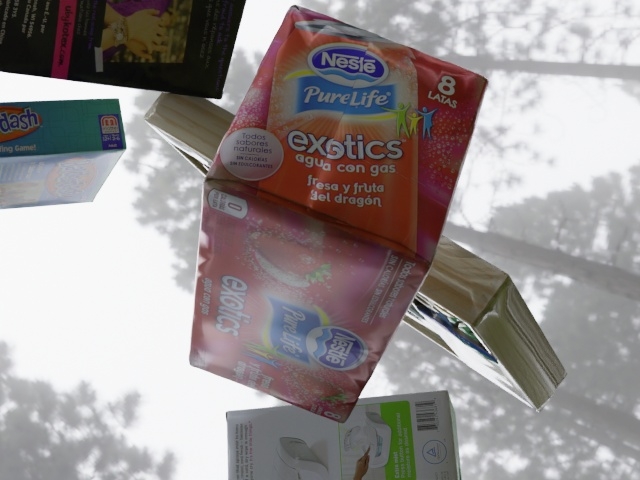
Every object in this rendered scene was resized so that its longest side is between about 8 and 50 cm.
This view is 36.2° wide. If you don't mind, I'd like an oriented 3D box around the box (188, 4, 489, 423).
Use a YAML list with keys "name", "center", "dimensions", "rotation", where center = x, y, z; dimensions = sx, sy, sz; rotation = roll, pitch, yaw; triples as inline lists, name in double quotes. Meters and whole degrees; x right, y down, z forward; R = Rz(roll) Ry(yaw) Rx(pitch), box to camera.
- name: "box"
  center: [0.000, 0.000, 0.603]
  dimensions: [0.123, 0.257, 0.128]
  rotation: [20, -120, 2]

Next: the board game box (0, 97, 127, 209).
- name: "board game box"
  center: [-0.278, -0.064, 0.795]
  dimensions: [0.210, 0.160, 0.047]
  rotation: [-5, -102, -25]

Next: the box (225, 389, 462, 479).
- name: "box"
  center: [0.030, 0.296, 0.971]
  dimensions: [0.127, 0.231, 0.261]
  rotation: [61, -157, -67]

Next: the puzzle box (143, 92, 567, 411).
- name: "puzzle box"
  center: [0.035, 0.006, 0.951]
  dimensions: [0.052, 0.409, 0.272]
  rotation: [-54, -33, -6]

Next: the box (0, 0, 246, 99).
- name: "box"
  center: [-0.215, -0.220, 0.838]
  dimensions: [0.270, 0.165, 0.143]
  rotation: [0, -68, -48]
